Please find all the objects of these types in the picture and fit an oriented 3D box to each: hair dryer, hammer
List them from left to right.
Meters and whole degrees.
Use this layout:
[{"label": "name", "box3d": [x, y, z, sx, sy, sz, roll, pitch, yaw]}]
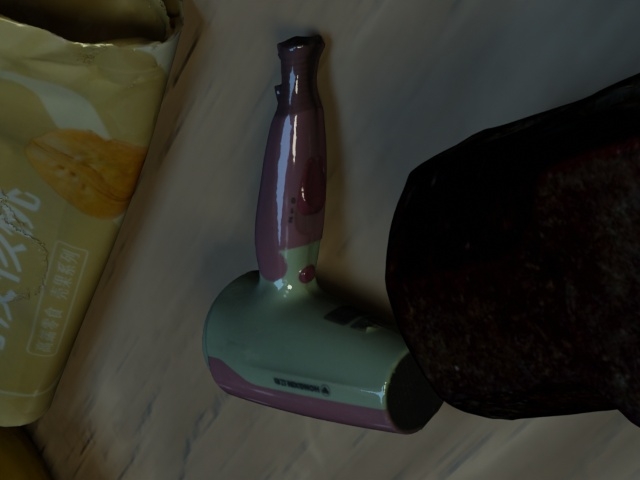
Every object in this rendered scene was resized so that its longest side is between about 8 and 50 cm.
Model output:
[{"label": "hair dryer", "box3d": [-0.005, -0.003, 0.655, 0.106, 0.054, 0.154, 9, 111, 47]}, {"label": "hammer", "box3d": [0.170, 0.134, 0.459, 0.242, 0.095, 0.408, -12, 101, 55]}]

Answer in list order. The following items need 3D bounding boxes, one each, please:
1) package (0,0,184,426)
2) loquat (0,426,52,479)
[{"label": "package", "box3d": [-0.212, -0.051, 0.802, 0.221, 0.165, 0.311, 54, 144, 19]}, {"label": "loquat", "box3d": [-0.273, 0.197, 0.944, 0.275, 0.275, 0.275, 31, 132, 41]}]
